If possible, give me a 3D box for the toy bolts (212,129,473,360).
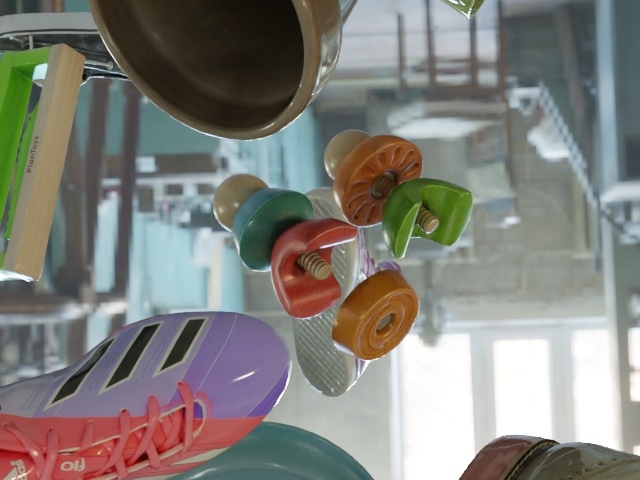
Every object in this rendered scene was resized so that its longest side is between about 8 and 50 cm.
[{"bbox_3d":[0.000,0.000,1.363,0.229,0.218,0.158,-9,-142,-42],"label":"toy bolts"}]

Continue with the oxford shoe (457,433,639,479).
[{"bbox_3d":[0.115,0.258,0.832,0.147,0.140,0.397,-7,-146,37],"label":"oxford shoe"}]

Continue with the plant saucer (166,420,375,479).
[{"bbox_3d":[-0.078,0.287,1.039,0.318,0.317,0.043,-4,144,23],"label":"plant saucer"}]

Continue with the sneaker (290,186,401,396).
[{"bbox_3d":[0.034,0.032,1.632,0.102,0.282,0.161,22,-137,27],"label":"sneaker"}]

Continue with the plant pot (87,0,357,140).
[{"bbox_3d":[-0.059,-0.265,1.319,0.263,0.263,0.229,-6,-148,42],"label":"plant pot"}]

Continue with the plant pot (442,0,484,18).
[{"bbox_3d":[0.128,-0.479,1.812,0.294,0.274,0.275,27,179,6],"label":"plant pot"}]

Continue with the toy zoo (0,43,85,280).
[{"bbox_3d":[-0.330,-0.056,1.145,0.293,0.192,0.030,-4,159,33],"label":"toy zoo"}]

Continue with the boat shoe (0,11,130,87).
[{"bbox_3d":[-0.364,-0.258,1.940,0.306,0.104,0.113,4,176,29],"label":"boat shoe"}]

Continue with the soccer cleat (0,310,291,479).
[{"bbox_3d":[-0.122,0.094,0.635,0.248,0.083,0.095,-13,-166,-19],"label":"soccer cleat"}]
